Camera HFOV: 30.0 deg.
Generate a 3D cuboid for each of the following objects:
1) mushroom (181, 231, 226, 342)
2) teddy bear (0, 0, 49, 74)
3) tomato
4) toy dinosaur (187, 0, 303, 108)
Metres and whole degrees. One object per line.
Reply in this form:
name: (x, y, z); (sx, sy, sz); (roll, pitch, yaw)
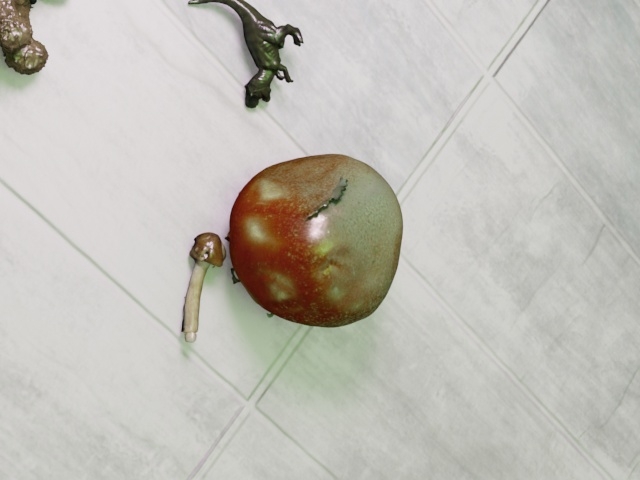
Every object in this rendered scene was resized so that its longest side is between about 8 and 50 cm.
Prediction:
mushroom: (-0.199, 0.078, 2.005); (0.061, 0.060, 0.187); (11, 90, -31)
teddy bear: (-0.448, -0.388, 1.782); (0.129, 0.182, 0.251); (19, 83, 5)
tomato: (0.000, 0.000, 2.007); (0.303, 0.239, 0.303); (0, 89, -40)
toy dinosaur: (-0.125, -0.318, 2.006); (0.179, 0.087, 0.187); (-2, 93, -33)
